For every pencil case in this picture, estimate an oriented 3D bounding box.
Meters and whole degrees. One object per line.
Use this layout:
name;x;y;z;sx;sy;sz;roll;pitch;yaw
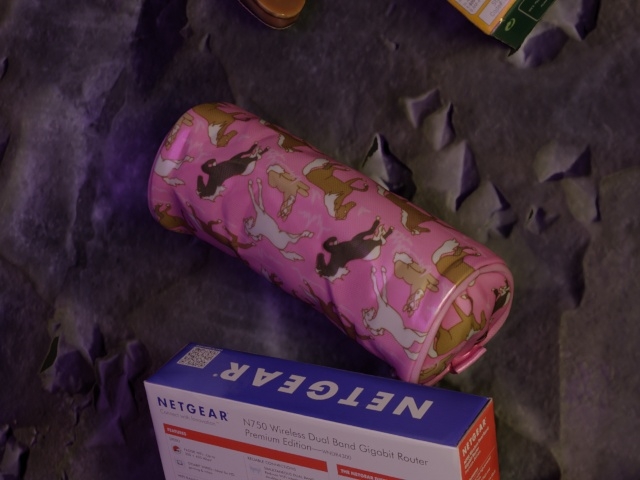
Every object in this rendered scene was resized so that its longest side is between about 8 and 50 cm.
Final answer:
pencil case;0.000;0.000;1.142;0.386;0.160;0.167;33;108;25

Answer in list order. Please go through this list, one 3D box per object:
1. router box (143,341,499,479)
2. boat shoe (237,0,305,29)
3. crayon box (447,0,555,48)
router box;0.010;0.269;1.098;0.335;0.082;0.301;8;119;29
boat shoe;-0.085;-0.308;1.260;0.207;0.073;0.073;59;151;21
crayon box;0.134;-0.371;1.126;0.323;0.083;0.203;46;109;22
